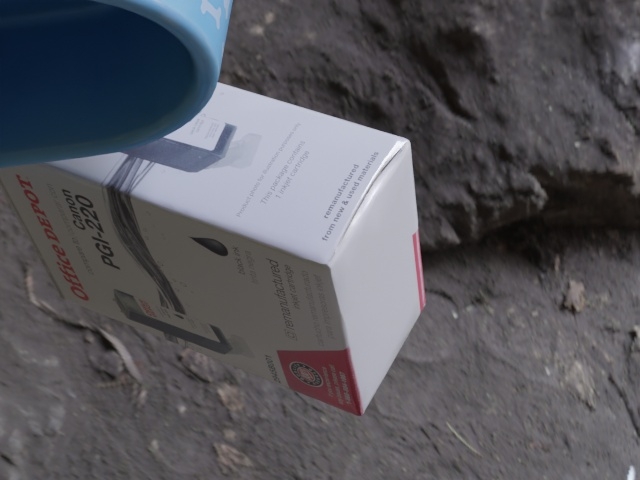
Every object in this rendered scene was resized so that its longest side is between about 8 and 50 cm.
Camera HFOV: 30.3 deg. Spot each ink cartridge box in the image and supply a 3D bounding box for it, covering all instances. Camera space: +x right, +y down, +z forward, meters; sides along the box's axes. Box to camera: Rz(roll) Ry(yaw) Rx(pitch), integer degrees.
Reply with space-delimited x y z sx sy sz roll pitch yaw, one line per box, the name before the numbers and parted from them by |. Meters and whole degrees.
ink cartridge box | -0.061 -0.008 0.661 0.217 0.159 0.092 20 59 22

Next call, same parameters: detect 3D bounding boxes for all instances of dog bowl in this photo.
dog bowl | -0.177 -0.088 0.501 0.297 0.166 0.074 -7 67 2
